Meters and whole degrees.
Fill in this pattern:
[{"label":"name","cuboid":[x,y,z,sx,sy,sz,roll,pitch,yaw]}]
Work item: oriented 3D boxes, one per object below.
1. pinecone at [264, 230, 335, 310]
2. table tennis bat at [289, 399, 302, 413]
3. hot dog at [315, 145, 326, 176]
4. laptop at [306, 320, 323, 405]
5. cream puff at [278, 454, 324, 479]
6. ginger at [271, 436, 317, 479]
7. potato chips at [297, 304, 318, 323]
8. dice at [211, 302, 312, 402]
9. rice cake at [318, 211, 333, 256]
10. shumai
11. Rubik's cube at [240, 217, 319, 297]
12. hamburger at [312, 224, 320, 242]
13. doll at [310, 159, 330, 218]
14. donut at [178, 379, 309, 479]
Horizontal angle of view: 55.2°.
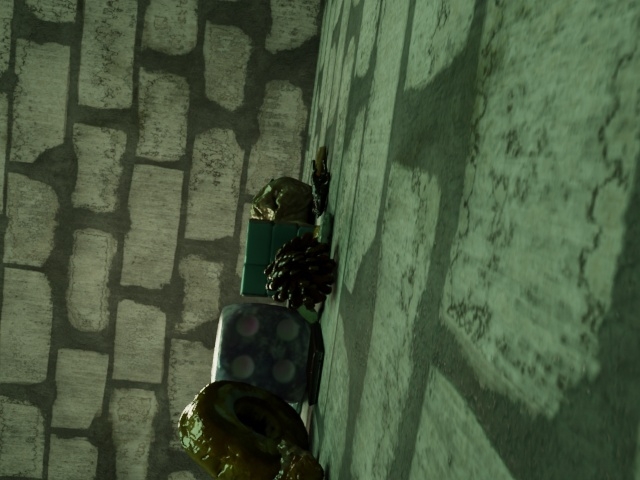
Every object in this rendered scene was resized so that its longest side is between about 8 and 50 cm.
[{"label":"pinecone","cuboid":[-0.045,0.078,1.447,0.179,0.150,0.195,-49,18,23]},{"label":"table tennis bat","cuboid":[-0.084,0.520,1.970,0.153,0.040,0.244,-93,14,-57]},{"label":"hot dog","cuboid":[0.003,-0.256,2.064,0.056,0.041,0.133,126,158,-79]},{"label":"laptop","cuboid":[-0.016,0.312,1.575,0.207,0.026,0.154,-101,17,-77]},{"label":"cream puff","cuboid":[-0.031,0.480,1.181,0.122,0.094,0.116,-60,11,4]},{"label":"ginger","cuboid":[-0.069,0.594,1.387,0.084,0.122,0.290,-18,-64,-60]},{"label":"potato chips","cuboid":[-0.034,0.141,1.657,0.167,0.059,0.228,-128,36,-68]},{"label":"dice","cuboid":[-0.179,0.341,1.834,0.270,0.271,0.270,127,150,-69]},{"label":"rice cake","cuboid":[0.009,0.027,1.611,0.033,0.033,0.208,88,-173,-76]},{"label":"shumai","cuboid":[-0.093,-0.053,2.283,0.262,0.267,0.314,59,-175,30]},{"label":"Rubik's cube","cuboid":[-0.114,0.062,1.852,0.221,0.224,0.231,142,134,-84]},{"label":"hamburger","cuboid":[0.000,0.000,1.694,0.076,0.044,0.083,131,149,-79]},{"label":"doll","cuboid":[-0.003,-0.156,1.894,0.139,0.057,0.165,-103,15,-67]},{"label":"donut","cuboid":[-0.181,0.482,1.533,0.160,0.330,0.330,-54,19,28]}]
